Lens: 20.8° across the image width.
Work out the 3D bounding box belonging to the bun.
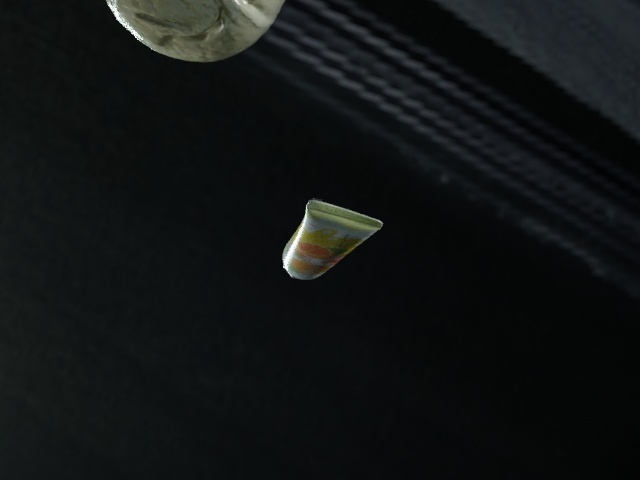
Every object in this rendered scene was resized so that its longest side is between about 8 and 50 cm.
[{"bbox_3d":[-0.090,-0.208,1.154,0.113,0.166,0.173,11,-42,-32],"label":"bun"}]

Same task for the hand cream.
[{"bbox_3d":[0.000,0.000,0.806,0.035,0.022,0.102,19,-16,-8],"label":"hand cream"}]
